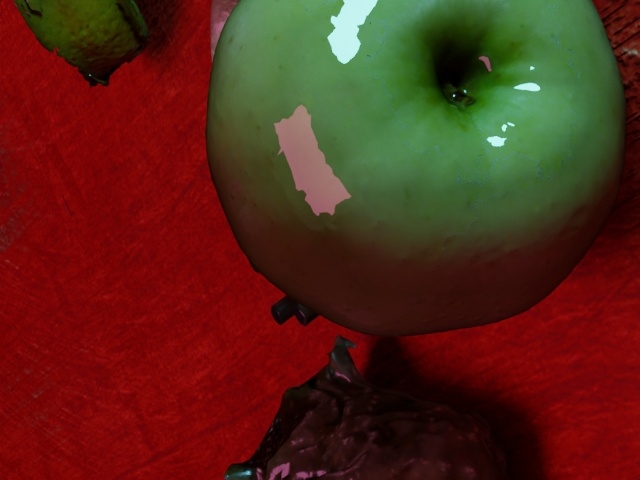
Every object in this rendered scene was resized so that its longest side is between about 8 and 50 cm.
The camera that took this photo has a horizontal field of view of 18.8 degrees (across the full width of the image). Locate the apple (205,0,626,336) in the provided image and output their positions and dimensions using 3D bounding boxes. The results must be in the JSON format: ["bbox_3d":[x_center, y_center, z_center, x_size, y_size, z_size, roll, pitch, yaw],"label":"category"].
[{"bbox_3d":[0.067,-0.090,1.568,0.357,0.357,0.357,39,138,45],"label":"apple"}]

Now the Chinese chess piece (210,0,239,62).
[{"bbox_3d":[-0.030,-0.204,1.803,0.092,0.238,0.238,3,118,12],"label":"Chinese chess piece"}]

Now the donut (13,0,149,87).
[{"bbox_3d":[-0.285,-0.307,2.218,0.272,0.107,0.272,62,-174,-12],"label":"donut"}]

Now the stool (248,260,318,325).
[{"bbox_3d":[0.000,0.000,1.973,0.125,0.121,0.217,39,144,47],"label":"stool"}]

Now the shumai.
[{"bbox_3d":[0.059,0.217,1.954,0.330,0.292,0.288,118,164,-45],"label":"shumai"}]
